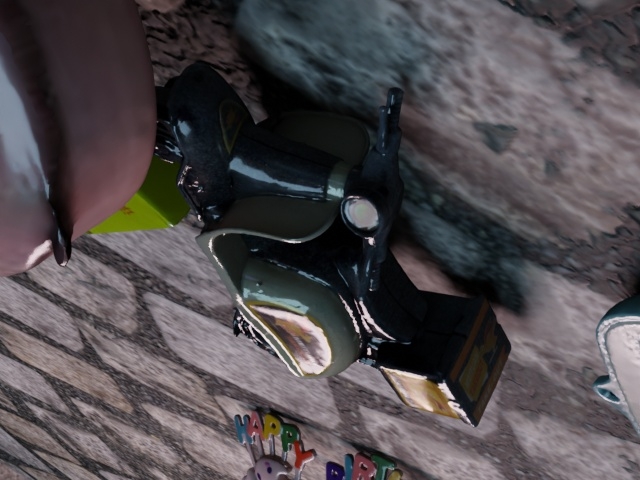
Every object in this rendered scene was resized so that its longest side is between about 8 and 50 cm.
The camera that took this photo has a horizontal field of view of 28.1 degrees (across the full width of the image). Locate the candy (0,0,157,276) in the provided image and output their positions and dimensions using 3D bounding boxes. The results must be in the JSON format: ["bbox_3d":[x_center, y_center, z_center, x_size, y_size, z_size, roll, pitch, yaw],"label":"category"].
[{"bbox_3d":[-0.186,-0.094,0.637,0.255,0.094,0.255,27,137,28],"label":"candy"}]

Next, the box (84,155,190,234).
[{"bbox_3d":[-0.236,-0.074,0.901,0.187,0.047,0.335,43,156,-27],"label":"box"}]

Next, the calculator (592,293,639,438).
[{"bbox_3d":[0.307,0.125,0.623,0.386,0.054,0.256,15,153,37],"label":"calculator"}]

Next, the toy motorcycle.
[{"bbox_3d":[0.000,0.000,0.706,0.157,0.091,0.263,9,149,32],"label":"toy motorcycle"}]

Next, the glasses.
[{"bbox_3d":[0.025,0.242,1.215,0.255,0.095,0.162,19,127,30],"label":"glasses"}]
